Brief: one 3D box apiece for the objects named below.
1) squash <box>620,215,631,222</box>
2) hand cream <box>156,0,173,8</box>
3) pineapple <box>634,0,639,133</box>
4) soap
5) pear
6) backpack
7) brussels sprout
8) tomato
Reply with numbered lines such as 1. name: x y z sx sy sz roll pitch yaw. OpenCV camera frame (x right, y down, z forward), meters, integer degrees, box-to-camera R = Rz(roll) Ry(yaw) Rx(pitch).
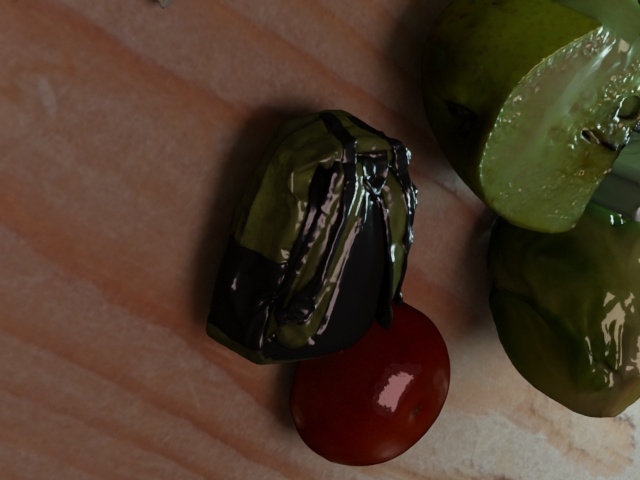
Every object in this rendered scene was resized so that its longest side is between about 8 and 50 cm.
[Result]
1. squash: 0.479 0.026 1.822 0.220 0.133 0.220 20 90 -87
2. hand cream: -0.176 -0.265 1.000 0.276 0.059 0.095 24 90 -58
3. pineapple: 0.390 -0.221 1.642 0.158 0.158 0.278 -56 155 -12
4. soap: 0.332 -0.097 1.587 0.119 0.198 0.066 -23 128 -42
5. pear: 0.209 -0.166 1.423 0.282 0.176 0.286 1 126 -43
6. backpack: 0.000 0.000 1.289 0.207 0.140 0.253 -11 122 -50
7. brussels sprout: 0.328 0.070 1.643 0.227 0.294 0.259 -25 157 -6
8. tomato: 0.059 0.160 1.456 0.195 0.136 0.195 -28 131 -38
